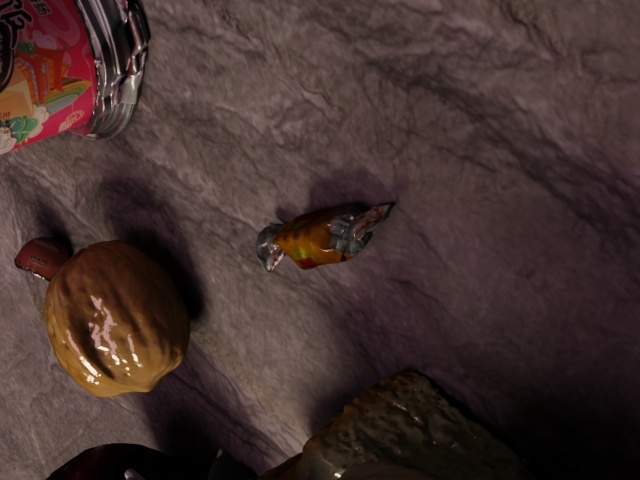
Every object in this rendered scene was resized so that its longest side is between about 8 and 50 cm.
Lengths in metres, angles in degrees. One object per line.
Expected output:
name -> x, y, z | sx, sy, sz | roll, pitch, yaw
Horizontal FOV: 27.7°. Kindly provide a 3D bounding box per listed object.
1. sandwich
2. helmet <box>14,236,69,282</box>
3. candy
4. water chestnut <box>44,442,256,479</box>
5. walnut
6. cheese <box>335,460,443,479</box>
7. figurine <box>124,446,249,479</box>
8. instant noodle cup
sandwich -> 0.071, 0.273, 1.132 | 0.262, 0.131, 0.325 | 54, 146, 9
helmet -> -0.323, 0.021, 1.528 | 0.065, 0.049, 0.084 | 24, 174, -7
candy -> 0.000, 0.000, 1.082 | 0.182, 0.053, 0.046 | -8, 117, 57
water chestnut -> -0.179, 0.354, 1.449 | 0.300, 0.300, 0.300 | 33, 139, 34
walnut -> -0.214, 0.082, 1.351 | 0.167, 0.149, 0.166 | 5, 101, 29
cheese -> 0.078, 0.310, 0.903 | 0.318, 0.115, 0.326 | 22, 126, 39
figurine -> -0.092, 0.260, 1.065 | 0.193, 0.140, 0.265 | 64, 166, 14
instant noodle cup -> -0.321, -0.182, 1.238 | 0.302, 0.182, 0.258 | 0, 117, 53
